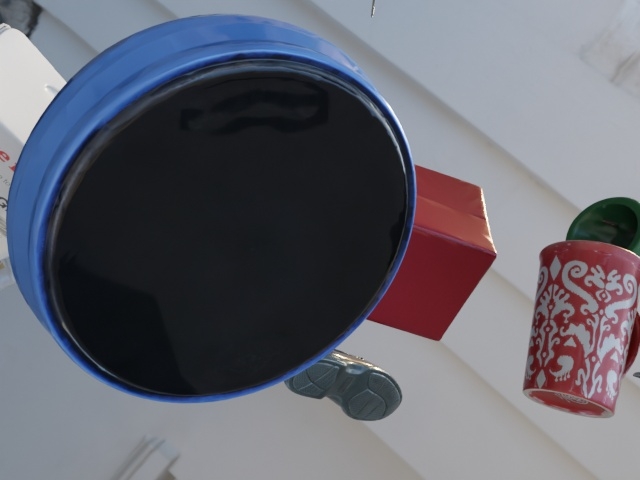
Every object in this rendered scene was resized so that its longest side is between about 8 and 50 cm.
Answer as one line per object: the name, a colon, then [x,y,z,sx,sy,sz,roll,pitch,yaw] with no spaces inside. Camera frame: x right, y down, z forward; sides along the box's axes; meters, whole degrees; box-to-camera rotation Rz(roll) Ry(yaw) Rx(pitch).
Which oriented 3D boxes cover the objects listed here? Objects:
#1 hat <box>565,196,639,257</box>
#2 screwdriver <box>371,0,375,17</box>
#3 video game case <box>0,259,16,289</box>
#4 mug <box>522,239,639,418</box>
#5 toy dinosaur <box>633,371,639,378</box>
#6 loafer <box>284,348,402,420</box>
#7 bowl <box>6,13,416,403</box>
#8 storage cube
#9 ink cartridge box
hat: [0.660,0.020,1.196,0.208,0.184,0.172,-1,-115,62]
screwdriver: [0.090,-0.427,0.901,0.025,0.024,0.169,167,-67,-72]
video game case: [-0.571,0.001,0.783,0.206,0.226,0.026,-28,-158,-35]
mug: [0.304,0.105,0.629,0.113,0.150,0.169,108,3,-69]
toy dinosaur: [0.463,0.069,0.657,0.314,0.121,0.160,-11,121,-14]
loafer: [0.033,0.205,0.881,0.096,0.084,0.267,-48,133,7]
bowl: [-0.077,-0.006,0.545,0.391,0.077,0.391,-15,125,-23]
storage cube: [0.127,0.008,0.869,0.183,0.193,0.215,-80,-171,-54]
ink cartridge box: [-0.408,-0.088,0.670,0.283,0.207,0.117,-19,-143,24]
